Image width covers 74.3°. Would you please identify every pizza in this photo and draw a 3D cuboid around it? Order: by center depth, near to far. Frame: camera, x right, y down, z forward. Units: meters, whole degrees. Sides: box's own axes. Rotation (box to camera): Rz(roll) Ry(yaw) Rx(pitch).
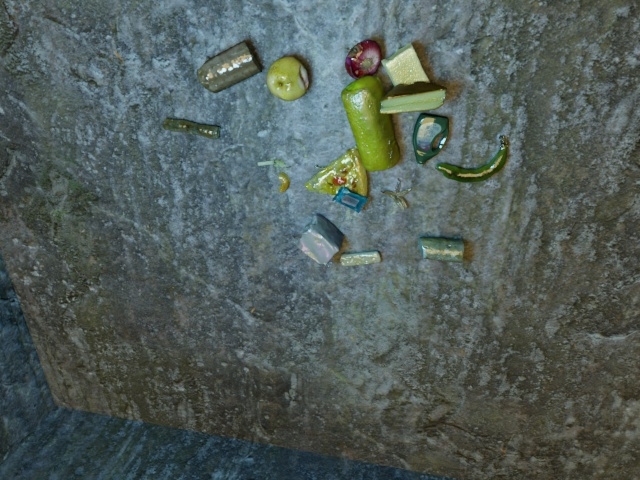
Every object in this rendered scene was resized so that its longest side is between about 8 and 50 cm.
[{"bbox_3d":[0.066,-0.249,1.842,0.288,0.075,0.280,-12,113,15],"label":"pizza"}]

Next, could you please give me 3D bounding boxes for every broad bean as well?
[{"bbox_3d":[0.629,-0.305,1.720,0.292,0.049,0.144,-22,104,18],"label":"broad bean"}]

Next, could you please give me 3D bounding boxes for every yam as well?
[{"bbox_3d":[-0.363,-0.685,1.683,0.238,0.128,0.129,-22,76,15],"label":"yam"},{"bbox_3d":[-0.567,-0.495,1.858,0.253,0.061,0.061,11,118,6],"label":"yam"},{"bbox_3d":[0.531,0.038,1.875,0.194,0.107,0.107,5,117,9],"label":"yam"}]

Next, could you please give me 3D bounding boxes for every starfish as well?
[{"bbox_3d":[0.324,-0.203,1.834,0.130,0.041,0.133,9,91,1],"label":"starfish"}]

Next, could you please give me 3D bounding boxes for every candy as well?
[{"bbox_3d":[0.000,0.000,1.921,0.195,0.185,0.137,39,121,-9],"label":"candy"}]

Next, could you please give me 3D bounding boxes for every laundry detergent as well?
[{"bbox_3d":[0.436,-0.398,1.701,0.137,0.063,0.211,7,118,0],"label":"laundry detergent"}]

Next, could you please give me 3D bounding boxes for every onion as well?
[{"bbox_3d":[0.147,-0.695,1.597,0.150,0.140,0.150,-21,142,-18],"label":"onion"}]

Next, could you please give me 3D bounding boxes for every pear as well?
[{"bbox_3d":[-0.128,-0.626,1.642,0.178,0.178,0.178,5,117,9],"label":"pear"}]

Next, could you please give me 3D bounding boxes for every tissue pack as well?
[{"bbox_3d":[0.129,-0.178,1.821,0.138,0.028,0.085,25,123,-15],"label":"tissue pack"}]

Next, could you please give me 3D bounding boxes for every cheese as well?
[{"bbox_3d":[0.189,0.086,2.003,0.194,0.043,0.065,-5,114,13],"label":"cheese"}]

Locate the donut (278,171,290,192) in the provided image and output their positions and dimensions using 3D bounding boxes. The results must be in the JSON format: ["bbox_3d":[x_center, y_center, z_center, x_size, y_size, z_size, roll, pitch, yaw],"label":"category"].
[{"bbox_3d":[-0.173,-0.258,1.907,0.067,0.038,0.083,33,116,-9],"label":"donut"}]

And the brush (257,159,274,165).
[{"bbox_3d":[-0.243,-0.347,1.891,0.084,0.013,0.016,-4,111,21],"label":"brush"}]

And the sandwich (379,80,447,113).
[{"bbox_3d":[0.336,-0.528,1.564,0.244,0.088,0.090,-7,134,3],"label":"sandwich"}]

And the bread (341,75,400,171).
[{"bbox_3d":[0.207,-0.444,1.655,0.166,0.112,0.383,-21,121,2],"label":"bread"}]

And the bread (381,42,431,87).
[{"bbox_3d":[0.329,-0.624,1.588,0.125,0.068,0.188,-28,119,20],"label":"bread"}]
